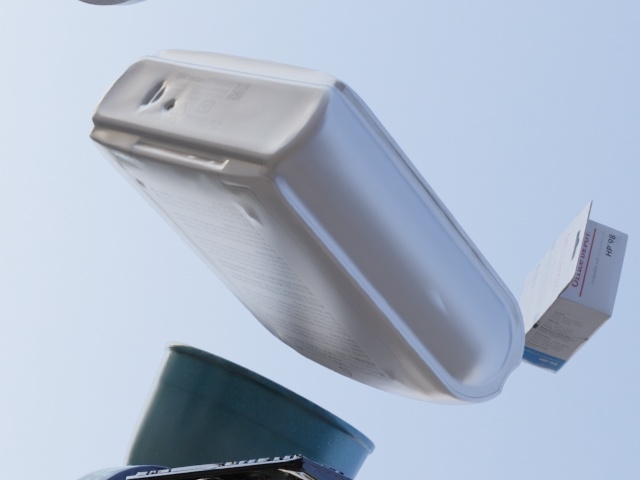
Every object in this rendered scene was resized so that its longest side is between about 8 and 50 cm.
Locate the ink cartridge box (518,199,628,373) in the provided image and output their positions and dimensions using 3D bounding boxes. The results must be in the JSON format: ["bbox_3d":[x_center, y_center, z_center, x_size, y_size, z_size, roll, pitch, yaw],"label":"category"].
[{"bbox_3d":[0.258,0.049,1.625,0.060,0.104,0.180,22,-32,-5],"label":"ink cartridge box"}]

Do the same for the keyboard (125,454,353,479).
[{"bbox_3d":[-0.058,0.198,1.275,0.180,0.108,0.023,-11,-124,35],"label":"keyboard"}]

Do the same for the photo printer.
[{"bbox_3d":[0.000,0.000,1.178,0.256,0.107,0.307,15,-27,51],"label":"photo printer"}]

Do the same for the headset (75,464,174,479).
[{"bbox_3d":[-0.155,0.393,1.499,0.185,0.243,0.394,-10,-63,42],"label":"headset"}]

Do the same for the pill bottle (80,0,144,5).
[{"bbox_3d":[-0.209,-0.336,1.687,0.162,0.278,0.162,1,-72,2],"label":"pill bottle"}]

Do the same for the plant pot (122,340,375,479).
[{"bbox_3d":[-0.112,0.291,1.828,0.271,0.271,0.255,14,-107,43],"label":"plant pot"}]
